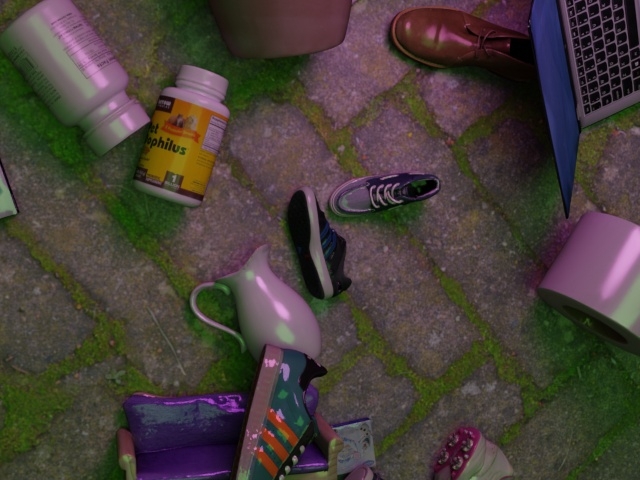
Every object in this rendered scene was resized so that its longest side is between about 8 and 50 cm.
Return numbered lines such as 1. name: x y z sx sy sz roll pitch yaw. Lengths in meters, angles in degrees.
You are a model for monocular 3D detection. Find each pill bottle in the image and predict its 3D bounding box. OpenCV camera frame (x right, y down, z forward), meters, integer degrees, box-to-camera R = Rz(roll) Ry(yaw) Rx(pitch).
1. pill bottle: -0.219 -0.168 1.331 0.117 0.117 0.215 18 90 -16
2. pill bottle: -0.374 -0.249 1.276 0.131 0.131 0.229 -39 103 -9

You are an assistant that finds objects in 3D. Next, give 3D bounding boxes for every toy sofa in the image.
1. toy sofa: -0.154 0.348 1.376 0.363 0.150 0.177 -1 96 -15

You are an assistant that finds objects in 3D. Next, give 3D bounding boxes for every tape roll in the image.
1. tape roll: 0.540 0.083 1.491 0.246 0.246 0.169 35 85 -15

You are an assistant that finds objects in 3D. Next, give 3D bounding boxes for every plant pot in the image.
1. plant pot: -0.065 -0.440 1.276 0.323 0.323 0.280 -13 114 -14

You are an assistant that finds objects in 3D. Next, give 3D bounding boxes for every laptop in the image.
1. laptop: 0.507 -0.318 1.376 0.408 0.236 0.382 -25 127 -1

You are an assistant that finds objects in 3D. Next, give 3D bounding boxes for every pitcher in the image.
1. pitcher: -0.108 0.134 1.396 0.178 0.125 0.207 -30 91 9

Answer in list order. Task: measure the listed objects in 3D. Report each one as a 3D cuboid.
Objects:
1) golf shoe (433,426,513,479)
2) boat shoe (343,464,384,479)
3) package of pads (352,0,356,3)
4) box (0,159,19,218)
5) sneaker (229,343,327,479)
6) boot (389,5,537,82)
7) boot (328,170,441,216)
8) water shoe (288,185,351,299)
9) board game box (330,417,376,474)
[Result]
1. golf shoe: 0.247 0.503 1.518 0.140 0.115 0.306 34 87 -18
2. boat shoe: 0.025 0.518 1.467 0.079 0.095 0.254 42 82 -10
3. package of pads: 0.028 -0.418 1.421 0.083 0.032 0.050 -40 106 -9
4. box: -0.585 -0.128 1.274 0.159 0.044 0.233 -18 99 -13
5. sneaker: -0.064 0.316 1.267 0.121 0.108 0.302 15 74 -7
6. boot: 0.276 -0.353 1.452 0.305 0.115 0.112 9 94 -14
7. boot: 0.112 -0.085 1.443 0.190 0.086 0.069 -17 99 -13
8. water shoe: 0.000 0.000 1.440 0.080 0.073 0.203 -18 104 -35
9. board game box: 0.052 0.376 1.500 0.090 0.020 0.090 -9 96 -14
